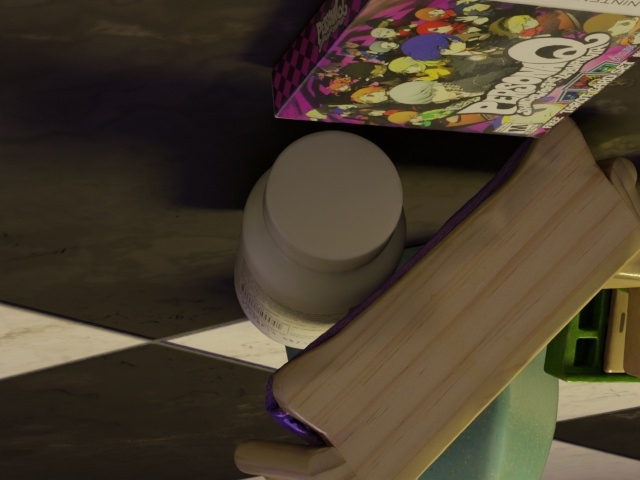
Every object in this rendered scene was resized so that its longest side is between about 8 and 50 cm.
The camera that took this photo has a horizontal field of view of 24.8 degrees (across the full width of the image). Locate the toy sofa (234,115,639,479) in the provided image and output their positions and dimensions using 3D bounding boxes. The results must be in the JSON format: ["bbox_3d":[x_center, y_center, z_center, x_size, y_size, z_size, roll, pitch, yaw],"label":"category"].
[{"bbox_3d":[0.099,0.070,1.135,0.362,0.177,0.150,-43,-167,-22],"label":"toy sofa"}]

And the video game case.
[{"bbox_3d":[0.103,-0.131,0.932,0.210,0.041,0.232,3,161,-21],"label":"video game case"}]

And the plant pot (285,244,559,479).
[{"bbox_3d":[0.116,0.160,1.513,0.248,0.252,0.247,-12,161,20],"label":"plant pot"}]

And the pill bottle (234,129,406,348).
[{"bbox_3d":[0.000,0.000,1.172,0.131,0.131,0.229,-3,163,-7],"label":"pill bottle"}]

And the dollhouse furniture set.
[{"bbox_3d":[0.397,0.071,1.376,0.302,0.151,0.197,2,-175,-26],"label":"dollhouse furniture set"}]
